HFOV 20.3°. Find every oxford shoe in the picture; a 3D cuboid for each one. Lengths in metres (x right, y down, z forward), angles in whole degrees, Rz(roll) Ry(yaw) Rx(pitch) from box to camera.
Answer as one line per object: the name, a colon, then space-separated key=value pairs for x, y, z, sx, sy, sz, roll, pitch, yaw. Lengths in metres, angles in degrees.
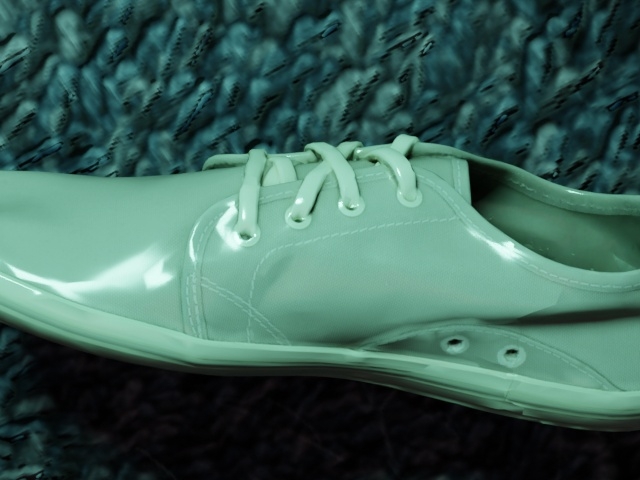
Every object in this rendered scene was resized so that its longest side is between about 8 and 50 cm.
oxford shoe: x=0.000 y=0.000 z=0.985 sx=0.450 sy=0.169 sz=0.130 roll=9 pitch=117 yaw=-4
